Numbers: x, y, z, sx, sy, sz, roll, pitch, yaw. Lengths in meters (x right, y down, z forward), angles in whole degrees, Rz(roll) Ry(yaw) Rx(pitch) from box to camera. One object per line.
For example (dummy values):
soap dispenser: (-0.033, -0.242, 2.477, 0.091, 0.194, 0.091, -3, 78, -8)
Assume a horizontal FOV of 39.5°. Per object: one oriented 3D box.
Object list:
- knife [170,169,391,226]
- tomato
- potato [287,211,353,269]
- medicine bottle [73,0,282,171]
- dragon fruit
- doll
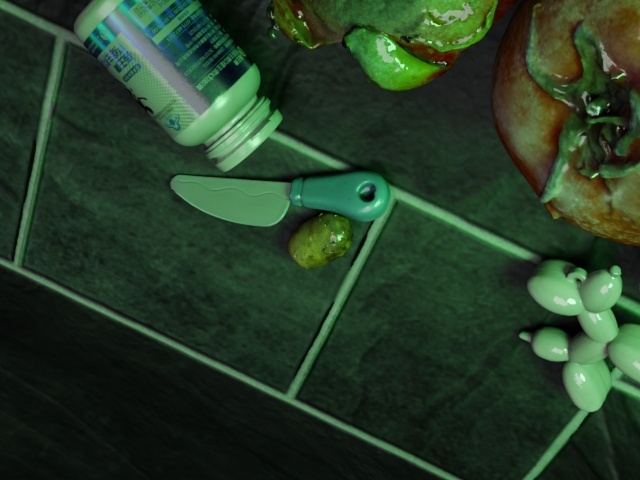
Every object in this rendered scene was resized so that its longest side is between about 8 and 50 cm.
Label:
knife: (-0.048, -0.043, 0.917, 0.244, 0.032, 0.058, 0, 80, 19)
tomato: (0.236, -0.113, 0.623, 0.232, 0.188, 0.232, 22, 120, 45)
potato: (0.000, 0.000, 0.933, 0.083, 0.040, 0.051, -25, 78, 38)
medicine bottle: (-0.127, -0.160, 0.832, 0.107, 0.107, 0.191, -34, 106, 32)
dragon fruit: (0.062, -0.263, 0.659, 0.268, 0.130, 0.295, 29, 125, 39)
doll: (0.266, 0.087, 0.882, 0.160, 0.059, 0.161, 44, 144, -1)
